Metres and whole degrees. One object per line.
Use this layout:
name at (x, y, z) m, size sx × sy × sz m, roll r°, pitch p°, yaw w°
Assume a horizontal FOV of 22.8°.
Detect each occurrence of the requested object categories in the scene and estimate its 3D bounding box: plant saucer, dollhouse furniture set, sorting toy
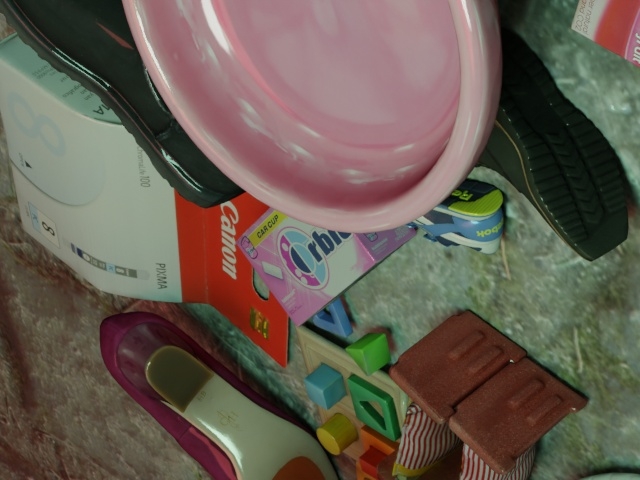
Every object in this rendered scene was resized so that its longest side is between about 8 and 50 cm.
plant saucer at (-0.002, -0.168, 1.116) m, size 0.332 × 0.084 × 0.332 m, roll 26°, pitch 133°, yaw 31°
dollhouse furniture set at (0.054, 0.259, 1.461) m, size 0.152 × 0.374 × 0.201 m, roll 41°, pitch 151°, yaw 26°
sorting toy at (0.038, 0.196, 1.712) m, size 0.196 × 0.047 × 0.348 m, roll 32°, pitch 146°, yaw 44°

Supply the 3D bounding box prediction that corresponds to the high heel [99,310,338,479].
high heel at (-0.113, 0.221, 1.903) m, size 0.377 × 0.127 × 0.181 m, roll 53°, pitch 167°, yaw -27°

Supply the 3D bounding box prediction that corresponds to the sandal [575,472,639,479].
sandal at (0.356, 0.309, 1.360) m, size 0.102 × 0.169 × 0.416 m, roll 21°, pitch 171°, yaw -38°

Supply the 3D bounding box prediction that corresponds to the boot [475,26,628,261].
boot at (0.158, -0.063, 1.270) m, size 0.198 × 0.077 × 0.137 m, roll 62°, pitch 156°, yaw 7°

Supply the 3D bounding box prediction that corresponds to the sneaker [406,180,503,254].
sneaker at (0.102, -0.025, 1.397) m, size 0.144 × 0.053 × 0.059 m, roll 21°, pitch 141°, yaw 43°

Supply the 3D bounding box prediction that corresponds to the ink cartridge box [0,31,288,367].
ink cartridge box at (-0.199, -0.031, 1.768) m, size 0.385 × 0.091 × 0.308 m, roll 37°, pitch 148°, yaw 25°

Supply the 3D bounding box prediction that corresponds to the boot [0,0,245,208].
boot at (-0.101, -0.235, 1.341) m, size 0.367 × 0.146 × 0.445 m, roll 45°, pitch 154°, yaw -6°

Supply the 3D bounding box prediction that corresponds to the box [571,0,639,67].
box at (0.248, -0.210, 0.861) m, size 0.128 × 0.122 × 0.257 m, roll 36°, pitch 134°, yaw 28°

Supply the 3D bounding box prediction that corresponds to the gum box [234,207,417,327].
gum box at (0.000, 0.000, 1.532) m, size 0.107 × 0.062 × 0.188 m, roll 53°, pitch 145°, yaw 4°
